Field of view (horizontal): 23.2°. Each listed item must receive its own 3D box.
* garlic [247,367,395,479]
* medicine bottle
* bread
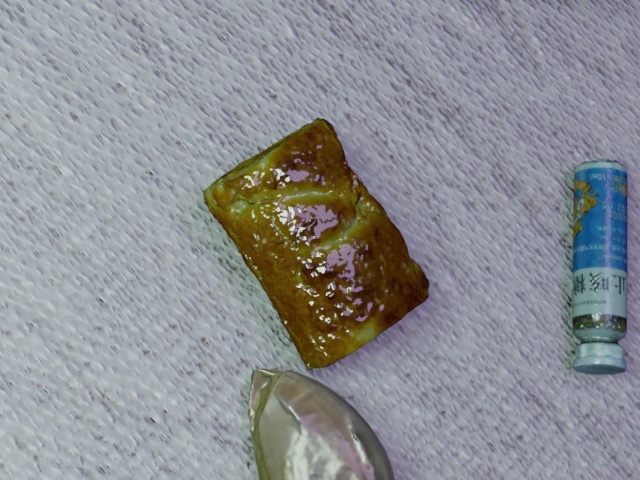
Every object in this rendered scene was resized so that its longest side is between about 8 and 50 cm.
[{"bbox_3d":[0.007,0.190,1.210,0.101,0.087,0.196,-8,83,-17],"label":"garlic"},{"bbox_3d":[0.252,0.024,1.404,0.051,0.051,0.191,11,71,-26],"label":"medicine bottle"},{"bbox_3d":[0.000,0.000,1.241,0.132,0.103,0.172,-34,98,-24],"label":"bread"}]
